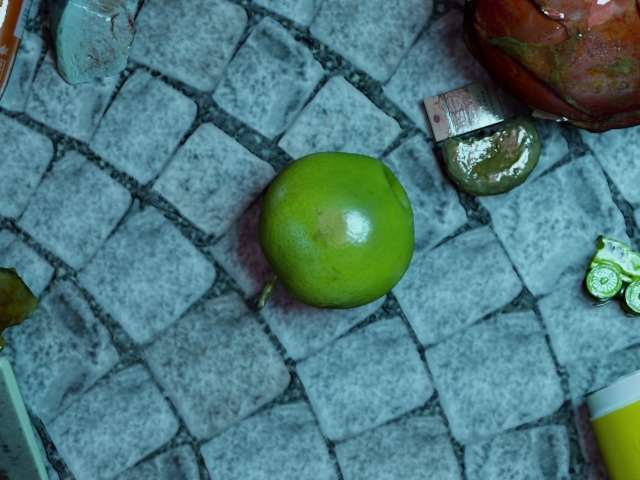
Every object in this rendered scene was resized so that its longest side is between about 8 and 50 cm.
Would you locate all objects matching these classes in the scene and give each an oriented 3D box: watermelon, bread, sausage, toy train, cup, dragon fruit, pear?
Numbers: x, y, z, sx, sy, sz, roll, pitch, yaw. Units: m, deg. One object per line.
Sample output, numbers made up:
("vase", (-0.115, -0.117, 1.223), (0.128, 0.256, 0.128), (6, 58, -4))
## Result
("watermelon", (-0.274, -0.278, 1.642), (0.094, 0.081, 0.180), (-16, 92, -23))
("bread", (0.197, -0.092, 1.601), (0.113, 0.060, 0.082), (-15, 86, 4))
("sausage", (-0.377, -0.264, 1.634), (0.074, 0.074, 0.274), (15, 89, 3))
("toy train", (0.417, 0.075, 1.586), (0.250, 0.053, 0.085), (24, 83, 3))
("cup", (0.401, 0.269, 1.518), (0.196, 0.196, 0.279), (-23, 79, 2))
("dragon fruit", (0.303, -0.260, 1.489), (0.302, 0.295, 0.295), (9, 88, 0))
("pear", (0.000, 0.000, 1.568), (0.216, 0.166, 0.180), (-34, 99, 23))

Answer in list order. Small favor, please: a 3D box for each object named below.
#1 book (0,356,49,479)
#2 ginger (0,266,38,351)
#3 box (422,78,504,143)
("book", (-0.509, 0.215, 1.546), (0.389, 0.269, 0.032), (-2, 48, 3))
("ginger", (-0.504, 0.041, 1.581), (0.358, 0.152, 0.274), (19, 51, 6))
("box", (0.165, -0.149, 1.624), (0.083, 0.024, 0.053), (-18, 86, 0))
